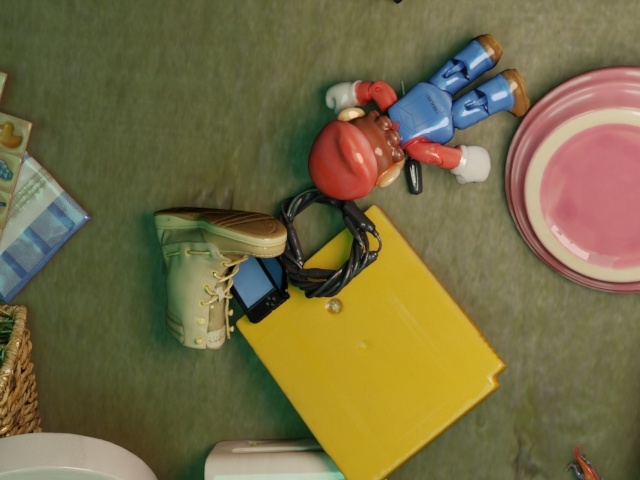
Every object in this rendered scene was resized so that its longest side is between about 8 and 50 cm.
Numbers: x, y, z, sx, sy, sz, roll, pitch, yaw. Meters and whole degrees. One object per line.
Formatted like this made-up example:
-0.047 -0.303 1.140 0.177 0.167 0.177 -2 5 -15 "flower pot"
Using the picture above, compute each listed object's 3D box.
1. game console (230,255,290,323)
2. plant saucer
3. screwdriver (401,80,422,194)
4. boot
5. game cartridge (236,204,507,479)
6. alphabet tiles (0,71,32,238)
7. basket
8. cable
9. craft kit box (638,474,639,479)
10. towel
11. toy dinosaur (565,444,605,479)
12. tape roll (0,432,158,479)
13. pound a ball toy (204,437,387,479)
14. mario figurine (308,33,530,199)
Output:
-0.102 0.043 1.594 0.107 0.071 0.122 -39 62 10 "game console"
0.416 -0.072 1.494 0.332 0.084 0.332 8 114 19 "plant saucer"
0.135 -0.152 1.593 0.025 0.024 0.170 0 97 35 "screwdriver"
-0.145 0.060 1.565 0.262 0.095 0.203 7 103 42 "boot"
0.072 0.157 1.571 0.285 0.053 0.323 -40 72 10 "game cartridge"
-0.601 -0.117 1.639 0.285 0.011 0.342 19 100 2 "alphabet tiles"
-0.599 0.231 1.621 0.299 0.213 0.223 -4 99 6 "basket"
0.000 0.000 1.580 0.150 0.047 0.184 -50 56 8 "cable"
0.585 0.284 1.492 0.246 0.061 0.250 11 99 7 "craft kit box"
-0.519 -0.066 1.661 0.285 0.034 0.209 45 100 -2 "towel"
0.405 0.365 1.617 0.047 0.090 0.082 -37 49 -1 "toy dinosaur"
-0.419 0.441 1.604 0.392 0.072 0.392 -9 130 -10 "tape roll"
-0.006 0.416 1.632 0.319 0.136 0.208 -2 98 6 "pound a ball toy"
0.129 -0.161 1.546 0.320 0.198 0.170 -29 127 0 "mario figurine"
